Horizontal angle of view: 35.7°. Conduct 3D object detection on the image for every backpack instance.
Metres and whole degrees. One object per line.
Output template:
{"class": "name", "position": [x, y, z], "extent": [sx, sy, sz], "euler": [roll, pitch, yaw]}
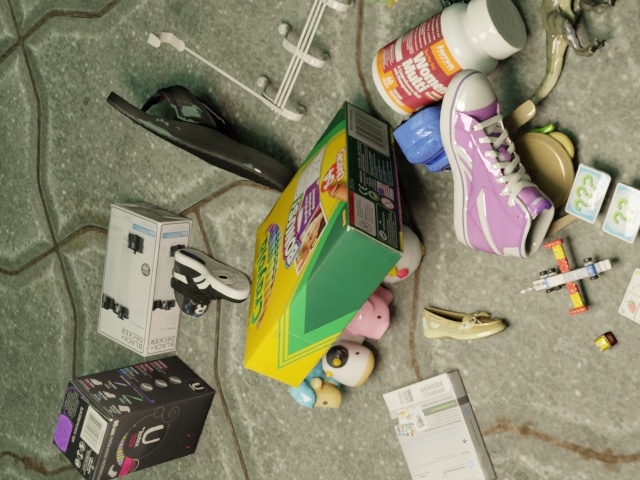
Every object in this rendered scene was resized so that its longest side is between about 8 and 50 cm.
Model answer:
{"class": "backpack", "position": [0.183, -0.161, 1.549], "extent": [0.098, 0.120, 0.101], "euler": [-40, 69, 35]}

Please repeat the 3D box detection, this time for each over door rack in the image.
{"class": "over door rack", "position": [-0.120, -0.393, 1.773], "extent": [0.324, 0.108, 0.239], "euler": [30, 116, 12]}

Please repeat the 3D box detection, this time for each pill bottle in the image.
{"class": "pill bottle", "position": [0.196, -0.288, 1.523], "extent": [0.221, 0.121, 0.121], "euler": [-26, 78, 40]}

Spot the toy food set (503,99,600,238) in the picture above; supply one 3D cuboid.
{"class": "toy food set", "position": [0.331, -0.105, 1.489], "extent": [0.132, 0.038, 0.192], "euler": [-35, 81, 44]}

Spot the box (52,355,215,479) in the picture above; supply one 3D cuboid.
{"class": "box", "position": [-0.368, 0.353, 1.981], "extent": [0.143, 0.270, 0.165], "euler": [35, 117, 32]}

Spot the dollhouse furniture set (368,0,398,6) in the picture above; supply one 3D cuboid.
{"class": "dollhouse furniture set", "position": [0.120, -0.455, 1.599], "extent": [0.058, 0.076, 0.151], "euler": [12, 102, 40]}

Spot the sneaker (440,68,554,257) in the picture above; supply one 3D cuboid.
{"class": "sneaker", "position": [0.269, -0.107, 1.435], "extent": [0.161, 0.102, 0.282], "euler": [20, 130, 50]}

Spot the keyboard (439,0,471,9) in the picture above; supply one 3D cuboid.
{"class": "keyboard", "position": [0.281, -0.484, 1.488], "extent": [0.317, 0.033, 0.201], "euler": [-30, 75, 38]}

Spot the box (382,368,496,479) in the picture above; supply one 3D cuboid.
{"class": "box", "position": [0.195, 0.323, 1.648], "extent": [0.145, 0.038, 0.186], "euler": [-28, 76, 39]}

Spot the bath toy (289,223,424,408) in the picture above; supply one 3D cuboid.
{"class": "bath toy", "position": [0.059, 0.126, 1.684], "extent": [0.151, 0.129, 0.348], "euler": [43, 120, 29]}

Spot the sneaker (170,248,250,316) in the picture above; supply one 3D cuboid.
{"class": "sneaker", "position": [-0.216, 0.107, 1.958], "extent": [0.217, 0.079, 0.121], "euler": [29, 117, 44]}

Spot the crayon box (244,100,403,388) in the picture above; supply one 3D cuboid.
{"class": "crayon box", "position": [0.000, 0.000, 1.600], "extent": [0.313, 0.106, 0.363], "euler": [-53, 21, 31]}

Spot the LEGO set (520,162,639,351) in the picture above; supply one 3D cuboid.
{"class": "LEGO set", "position": [0.400, 0.037, 1.414], "extent": [0.182, 0.060, 0.244], "euler": [31, 121, 31]}

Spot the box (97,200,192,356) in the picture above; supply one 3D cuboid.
{"class": "box", "position": [-0.368, 0.078, 2.072], "extent": [0.169, 0.087, 0.290], "euler": [21, 108, 38]}

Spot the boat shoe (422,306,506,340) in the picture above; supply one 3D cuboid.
{"class": "boat shoe", "position": [0.226, 0.130, 1.590], "extent": [0.153, 0.056, 0.048], "euler": [-4, 97, 48]}

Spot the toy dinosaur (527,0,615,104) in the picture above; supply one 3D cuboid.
{"class": "toy dinosaur", "position": [0.358, -0.316, 1.425], "extent": [0.118, 0.064, 0.268], "euler": [16, 109, 44]}

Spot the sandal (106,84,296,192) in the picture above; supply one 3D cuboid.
{"class": "sandal", "position": [-0.217, -0.213, 1.890], "extent": [0.446, 0.167, 0.107], "euler": [25, 85, 29]}
